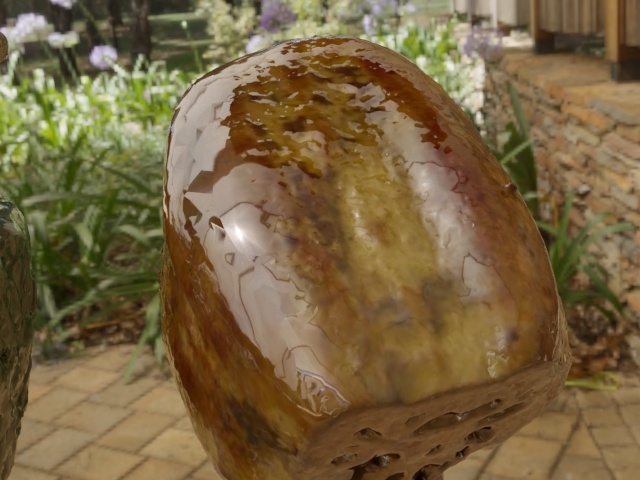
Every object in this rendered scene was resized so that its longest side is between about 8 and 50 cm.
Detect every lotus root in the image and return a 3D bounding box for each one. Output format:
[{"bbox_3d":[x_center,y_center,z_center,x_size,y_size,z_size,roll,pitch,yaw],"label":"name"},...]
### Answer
[{"bbox_3d":[0.003,0.007,0.443,0.193,0.193,0.291,-8,42,-11],"label":"lotus root"}]

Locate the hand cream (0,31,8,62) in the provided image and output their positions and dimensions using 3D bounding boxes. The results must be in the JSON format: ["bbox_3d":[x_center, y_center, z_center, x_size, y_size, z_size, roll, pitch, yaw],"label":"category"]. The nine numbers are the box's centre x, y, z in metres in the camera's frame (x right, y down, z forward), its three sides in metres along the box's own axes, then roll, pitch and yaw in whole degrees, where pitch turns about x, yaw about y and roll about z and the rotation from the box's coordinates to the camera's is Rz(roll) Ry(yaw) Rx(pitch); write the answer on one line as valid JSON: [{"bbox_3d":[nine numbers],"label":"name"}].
[{"bbox_3d":[-0.538,-0.292,1.243,0.203,0.083,0.084,11,19,17],"label":"hand cream"}]

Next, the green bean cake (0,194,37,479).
[{"bbox_3d":[-0.316,0.087,0.696,0.157,0.246,0.250,3,7,-10],"label":"green bean cake"}]
